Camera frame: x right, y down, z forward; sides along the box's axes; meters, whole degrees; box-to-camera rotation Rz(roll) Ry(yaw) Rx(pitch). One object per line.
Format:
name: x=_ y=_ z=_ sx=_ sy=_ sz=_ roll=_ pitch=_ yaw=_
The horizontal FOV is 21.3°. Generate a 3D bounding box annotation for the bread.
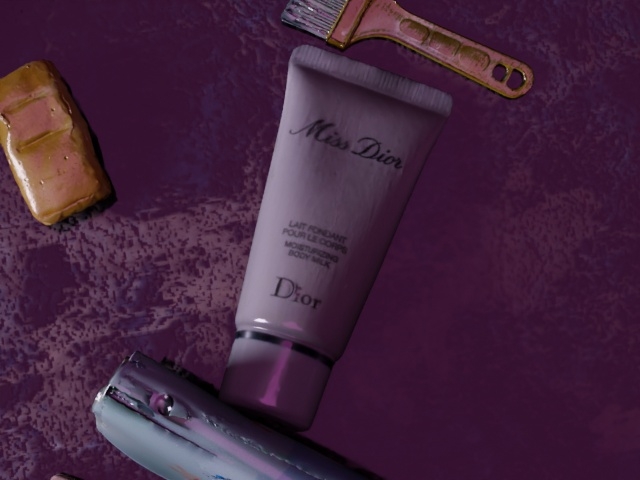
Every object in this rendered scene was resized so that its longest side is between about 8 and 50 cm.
bread: x=-0.226 y=-0.081 z=1.408 sx=0.074 sy=0.053 sz=0.132 roll=-22 pitch=88 yaw=-2

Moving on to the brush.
brush: x=0.081 y=-0.176 z=1.441 sx=0.218 sy=0.010 sz=0.082 roll=26 pitch=85 yaw=1

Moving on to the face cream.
face cream: x=0.000 y=0.000 z=1.399 sx=0.143 sy=0.089 sz=0.314 roll=18 pitch=75 yaw=0

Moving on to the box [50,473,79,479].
box: x=-0.218 y=0.252 z=1.394 sx=0.048 sy=0.025 sz=0.115 roll=20 pitch=85 yaw=6

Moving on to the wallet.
wallet: x=-0.056 y=0.180 z=1.326 sx=0.250 sy=0.176 sz=0.075 roll=29 pitch=75 yaw=2
